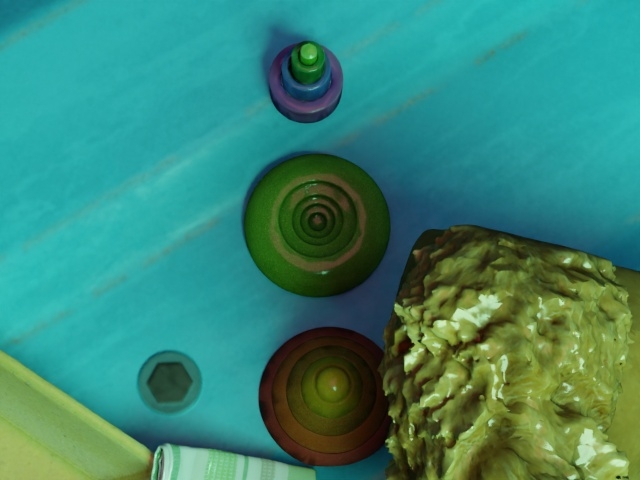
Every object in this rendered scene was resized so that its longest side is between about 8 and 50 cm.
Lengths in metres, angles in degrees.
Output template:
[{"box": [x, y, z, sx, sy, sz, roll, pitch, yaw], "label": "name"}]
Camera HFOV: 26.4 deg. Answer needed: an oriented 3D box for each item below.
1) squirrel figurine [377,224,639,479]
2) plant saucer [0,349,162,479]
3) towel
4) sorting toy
[{"box": [0.133, 0.190, 0.954, 0.281, 0.397, 0.370, 14, 89, 20], "label": "squirrel figurine"}, {"box": [-0.344, 0.230, 1.092, 0.333, 0.081, 0.333, 33, 80, 5], "label": "plant saucer"}, {"box": [-0.070, 0.226, 1.087, 0.152, 0.023, 0.113, 15, 78, -34], "label": "towel"}, {"box": [0.000, 0.000, 1.125, 0.127, 0.126, 0.365, -4, 79, -2], "label": "sorting toy"}]
